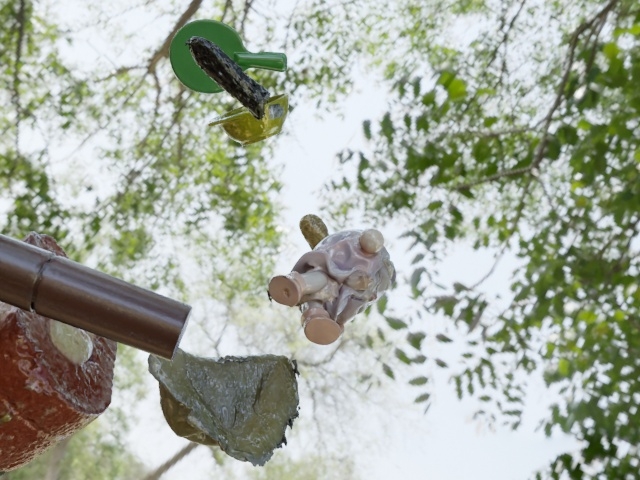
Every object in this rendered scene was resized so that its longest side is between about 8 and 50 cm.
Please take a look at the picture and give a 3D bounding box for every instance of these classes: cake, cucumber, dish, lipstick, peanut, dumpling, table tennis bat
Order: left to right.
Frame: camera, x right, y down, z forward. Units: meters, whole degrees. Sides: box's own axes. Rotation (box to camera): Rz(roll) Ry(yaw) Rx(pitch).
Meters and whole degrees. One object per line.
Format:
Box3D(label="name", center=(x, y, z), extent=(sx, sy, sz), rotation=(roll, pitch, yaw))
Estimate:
Box3D(label="lipstick", center=(-0.288, 0.020, 0.703), extent=(0.356, 0.057, 0.057), rotation=(22, -25, -4))
Box3D(label="cake", center=(-0.327, 0.126, 0.918), extent=(0.177, 0.150, 0.283), rotation=(50, 6, -31))
Box3D(label="cucumber", center=(-0.153, -0.274, 1.340), extent=(0.181, 0.053, 0.053), rotation=(41, -25, -2))
Box3D(label="dumpling", center=(-0.126, 0.233, 1.104), extent=(0.086, 0.166, 0.332), rotation=(-20, -19, 27))
Box3D(label="table tennis bat", center=(-0.199, -0.397, 1.758), extent=(0.256, 0.161, 0.039), rotation=(3, 6, -8))
Box3D(label="dish", center=(-0.141, -0.251, 1.728), extent=(0.148, 0.207, 0.080), rotation=(8, -59, 59))
Box3D(label="peanut", center=(0.000, 0.000, 1.514), extent=(0.113, 0.054, 0.054), rotation=(57, -29, -10))

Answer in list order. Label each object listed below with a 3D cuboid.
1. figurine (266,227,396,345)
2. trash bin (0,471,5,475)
Box3D(label="figurine", center=(0.022, 0.063, 1.220), extent=(0.133, 0.276, 0.200), rotation=(29, -66, 16))
Box3D(label="trash bin", center=(-0.737, 0.315, 1.560), extent=(0.343, 0.158, 0.223), rotation=(22, -52, -30))
